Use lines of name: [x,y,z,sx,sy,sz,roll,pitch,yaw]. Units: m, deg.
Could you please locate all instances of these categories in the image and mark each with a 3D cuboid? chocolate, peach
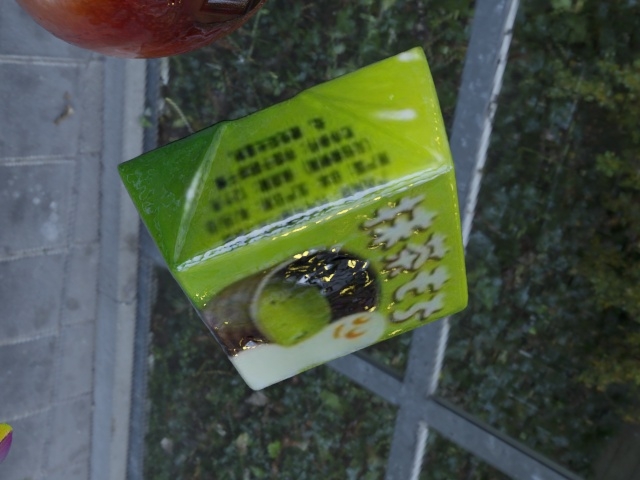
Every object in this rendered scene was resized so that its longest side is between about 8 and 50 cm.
chocolate: [0.000,0.000,0.816,0.289,0.137,0.300,-22,147,-1]
peach: [-0.201,-0.387,0.990,0.388,0.388,0.388,-31,134,-38]

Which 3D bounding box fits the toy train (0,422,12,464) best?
toy train: [-0.444,0.254,0.842,0.100,0.161,0.296,-59,-179,22]
